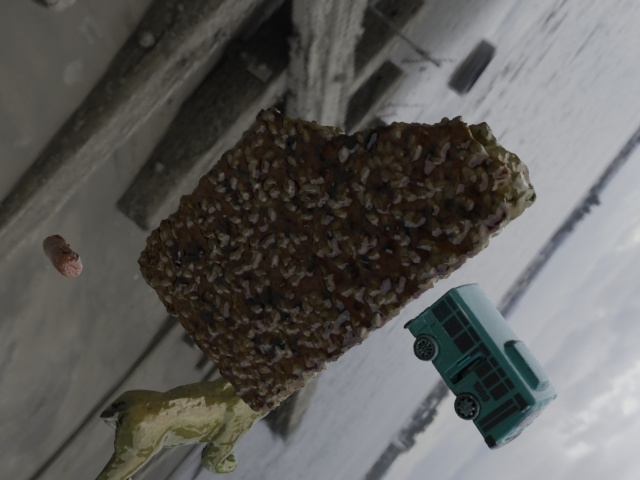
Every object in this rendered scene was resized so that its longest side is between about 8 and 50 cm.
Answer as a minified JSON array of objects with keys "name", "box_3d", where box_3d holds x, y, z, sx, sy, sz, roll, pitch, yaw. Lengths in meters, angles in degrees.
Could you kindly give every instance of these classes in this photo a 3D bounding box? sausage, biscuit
[{"name":"sausage","box_3d":[-0.358,0.018,1.232,0.036,0.042,0.158,-22,-162,-19]},{"name":"biscuit","box_3d":[-0.008,-0.003,0.487,0.237,0.131,0.026,-43,177,37]}]

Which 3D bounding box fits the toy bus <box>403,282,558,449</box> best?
[{"name":"toy bus","box_3d":[0.276,0.207,1.512,0.147,0.256,0.128,-45,158,28]}]

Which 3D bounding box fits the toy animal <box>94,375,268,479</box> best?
[{"name":"toy animal","box_3d":[-0.114,0.162,0.853,0.219,0.103,0.101,-7,140,-26]}]
